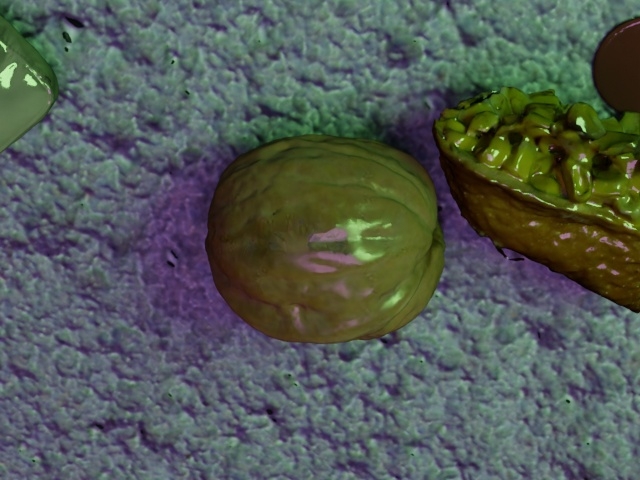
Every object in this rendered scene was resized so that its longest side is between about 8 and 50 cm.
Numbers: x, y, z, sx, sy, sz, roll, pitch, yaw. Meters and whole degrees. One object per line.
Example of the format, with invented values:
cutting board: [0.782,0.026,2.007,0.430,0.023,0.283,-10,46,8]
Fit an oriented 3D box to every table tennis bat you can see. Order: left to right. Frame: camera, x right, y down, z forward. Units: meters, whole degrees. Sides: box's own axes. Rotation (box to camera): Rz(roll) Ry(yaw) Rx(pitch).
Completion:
table tennis bat: [0.308,-0.131,1.606,0.154,0.019,0.098,35,117,-10]

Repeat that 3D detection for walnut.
walnut: [0.000,0.000,1.615,0.213,0.213,0.213,3,117,5]

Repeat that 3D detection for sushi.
sushi: [0.228,-0.048,1.567,0.296,0.167,0.179,31,120,-8]

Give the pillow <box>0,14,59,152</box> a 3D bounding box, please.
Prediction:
pillow: [-0.419,-0.123,1.631,0.322,0.120,0.255,-38,109,20]
